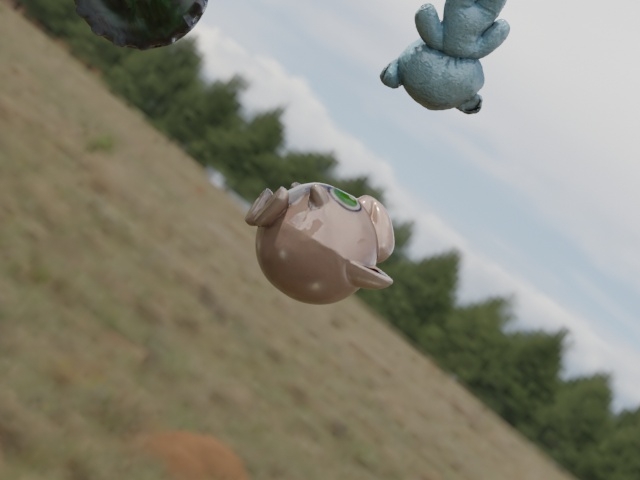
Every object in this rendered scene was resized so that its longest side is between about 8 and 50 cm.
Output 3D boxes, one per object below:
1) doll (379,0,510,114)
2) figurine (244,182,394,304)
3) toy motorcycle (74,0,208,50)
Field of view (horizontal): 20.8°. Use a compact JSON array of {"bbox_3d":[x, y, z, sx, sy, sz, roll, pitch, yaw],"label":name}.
[{"bbox_3d":[0.146,-0.224,1.889,0.120,0.179,0.075,19,22,-9],"label":"doll"},{"bbox_3d":[0.000,0.000,1.628,0.138,0.125,0.125,31,1,-9],"label":"figurine"},{"bbox_3d":[-0.070,-0.290,1.206,0.188,0.327,0.143,49,10,-1],"label":"toy motorcycle"}]
